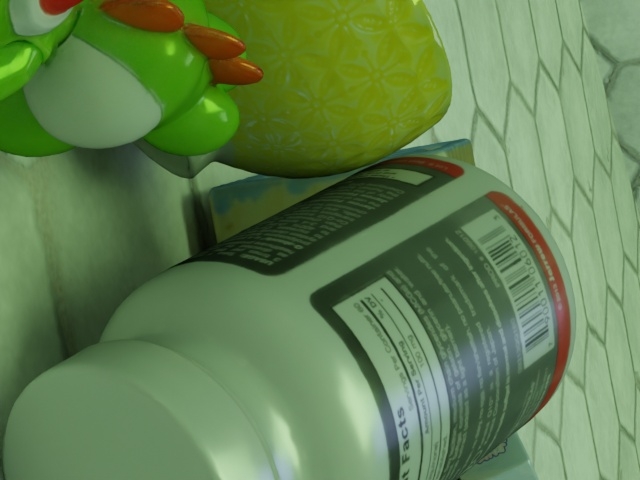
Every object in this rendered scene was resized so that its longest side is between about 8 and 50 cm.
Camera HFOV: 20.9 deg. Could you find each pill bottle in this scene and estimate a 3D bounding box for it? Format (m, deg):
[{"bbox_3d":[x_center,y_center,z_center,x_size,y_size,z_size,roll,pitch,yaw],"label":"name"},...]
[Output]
[{"bbox_3d":[-0.010,0.090,1.081,0.363,0.210,0.210,-28,109,-49],"label":"pill bottle"}]

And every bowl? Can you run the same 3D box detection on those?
[{"bbox_3d":[-0.070,-0.134,1.148,0.156,0.289,0.289,-44,137,-16],"label":"bowl"}]

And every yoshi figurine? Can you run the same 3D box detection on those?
[{"bbox_3d":[-0.193,-0.123,0.898,0.203,0.203,0.362,45,11,37],"label":"yoshi figurine"}]

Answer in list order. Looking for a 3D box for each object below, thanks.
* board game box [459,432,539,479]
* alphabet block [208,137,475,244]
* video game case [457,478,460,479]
[{"bbox_3d":[0.164,0.212,1.681,0.318,0.066,0.319,-112,177,-50],"label":"board game box"},{"bbox_3d":[0.036,0.034,1.371,0.193,0.192,0.197,-26,107,-75],"label":"alphabet block"},{"bbox_3d":[0.101,0.280,1.697,0.210,0.041,0.232,-84,157,-43],"label":"video game case"}]
